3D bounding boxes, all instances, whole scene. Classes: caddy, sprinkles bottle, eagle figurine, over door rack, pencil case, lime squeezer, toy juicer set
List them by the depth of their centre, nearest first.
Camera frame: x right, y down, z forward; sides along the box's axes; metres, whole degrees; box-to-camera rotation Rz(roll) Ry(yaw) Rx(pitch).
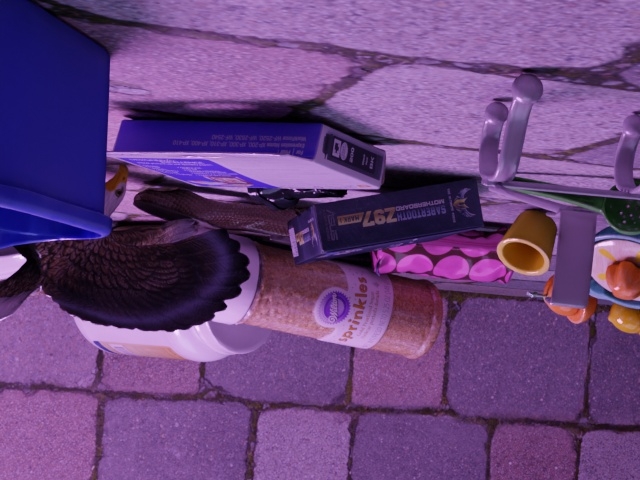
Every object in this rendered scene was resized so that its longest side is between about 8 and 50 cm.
[{"bbox_3d":[0.245,-0.040,0.905,0.239,0.108,0.324,5,-164,-3],"label":"over door rack"},{"bbox_3d":[-0.275,-0.059,0.907,0.241,0.179,0.341,2,175,13],"label":"caddy"},{"bbox_3d":[0.325,-0.048,1.344,0.310,0.059,0.110,2,145,44],"label":"lime squeezer"},{"bbox_3d":[-0.260,0.014,1.614,0.298,0.226,0.225,27,135,-32],"label":"eagle figurine"},{"bbox_3d":[0.393,0.057,1.673,0.329,0.089,0.209,0,137,36],"label":"toy juicer set"},{"bbox_3d":[0.173,0.012,1.922,0.209,0.095,0.098,3,148,-10],"label":"pencil case"},{"bbox_3d":[-0.002,0.080,1.926,0.355,0.121,0.121,13,172,-28],"label":"sprinkles bottle"}]

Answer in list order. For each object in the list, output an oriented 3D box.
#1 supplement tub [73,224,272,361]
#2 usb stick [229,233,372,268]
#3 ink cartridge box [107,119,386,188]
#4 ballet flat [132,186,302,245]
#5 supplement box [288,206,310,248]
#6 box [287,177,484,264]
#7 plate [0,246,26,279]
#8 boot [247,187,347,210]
[{"bbox_3d":[-0.245,0.087,2.313,0.316,0.228,0.228,1,174,39],"label":"supplement tub"},{"bbox_3d":[0.000,0.000,1.985,0.278,0.077,0.045,7,152,-21],"label":"usb stick"},{"bbox_3d":[-0.073,-0.081,1.245,0.206,0.045,0.208,2,176,24],"label":"ink cartridge box"},{"bbox_3d":[-0.124,-0.040,1.797,0.249,0.058,0.084,12,175,-23],"label":"ballet flat"},{"bbox_3d":[0.010,-0.013,1.913,0.083,0.056,0.083,7,175,-22],"label":"supplement box"},{"bbox_3d":[0.068,-0.019,1.560,0.183,0.059,0.232,-10,178,-10],"label":"box"},{"bbox_3d":[-0.499,0.025,2.113,0.277,0.045,0.278,-9,-170,17],"label":"plate"},{"bbox_3d":[-0.015,-0.060,1.489,0.099,0.045,0.121,-4,174,20],"label":"boot"}]
